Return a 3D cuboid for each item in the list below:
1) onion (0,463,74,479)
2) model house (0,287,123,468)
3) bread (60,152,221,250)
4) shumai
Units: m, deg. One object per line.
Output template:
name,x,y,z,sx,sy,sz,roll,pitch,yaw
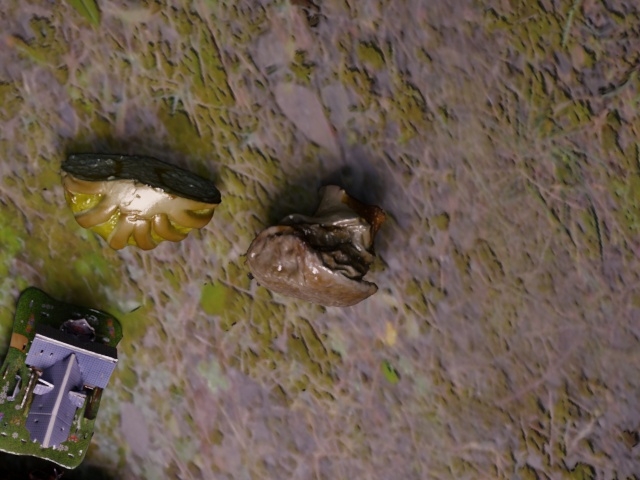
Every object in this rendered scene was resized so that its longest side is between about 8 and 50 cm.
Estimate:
onion,-0.305,0.328,1.874,0.281,0.281,0.221,21,135,-10
model house,-0.261,0.132,1.850,0.117,0.088,0.167,21,74,-9
bread,-0.187,-0.035,1.858,0.157,0.083,0.094,25,113,-12
shumai,0.002,0.001,1.867,0.145,0.145,0.116,16,79,-9
